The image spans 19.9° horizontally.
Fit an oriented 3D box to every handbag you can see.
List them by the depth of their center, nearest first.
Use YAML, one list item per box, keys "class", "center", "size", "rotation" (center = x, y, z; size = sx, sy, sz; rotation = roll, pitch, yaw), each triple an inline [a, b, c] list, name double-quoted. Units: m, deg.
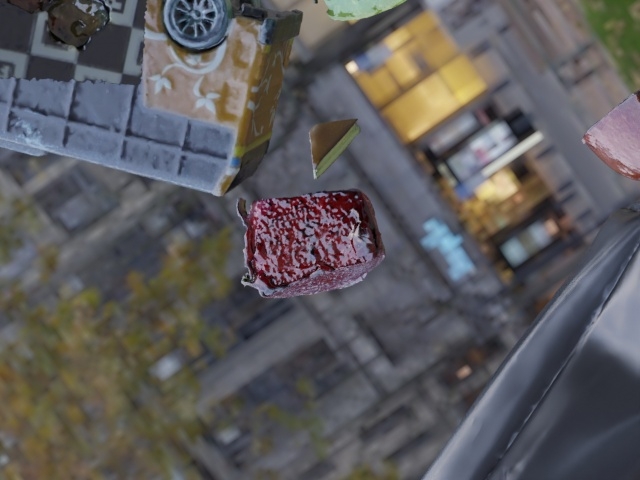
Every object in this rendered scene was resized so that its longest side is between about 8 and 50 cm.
- class: "handbag"
  center: [0.246, 0.176, 1.305]
  size: [0.288, 0.342, 0.152]
  rotation: [35, -178, -28]

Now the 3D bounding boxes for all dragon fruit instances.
- class: "dragon fruit"
  center: [0.000, 0.000, 1.792]
  size: [0.096, 0.147, 0.102]
  rotation: [7, -105, -71]

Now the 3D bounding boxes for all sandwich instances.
- class: "sandwich"
  center: [0.005, -0.114, 2.106]
  size: [0.044, 0.083, 0.031]
  rotation: [32, 157, 22]

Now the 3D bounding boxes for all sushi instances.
- class: "sushi"
  center: [-0.214, -0.176, 1.201]
  size: [0.031, 0.201, 0.139]
  rotation: [-145, 59, -69]

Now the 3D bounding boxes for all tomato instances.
- class: "tomato"
  center: [0.340, -0.114, 1.603]
  size: [0.085, 0.225, 0.225]
  rotation: [62, -174, 6]

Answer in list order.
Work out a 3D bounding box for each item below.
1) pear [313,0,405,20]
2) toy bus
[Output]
- class: "pear"
  center: [0.070, -0.352, 1.473]
  size: [0.139, 0.239, 0.288]
  rotation: [-38, -72, -52]
- class: "toy bus"
  center: [-0.197, -0.166, 1.663]
  size: [0.323, 0.194, 0.162]
  rotation: [14, -168, 7]
